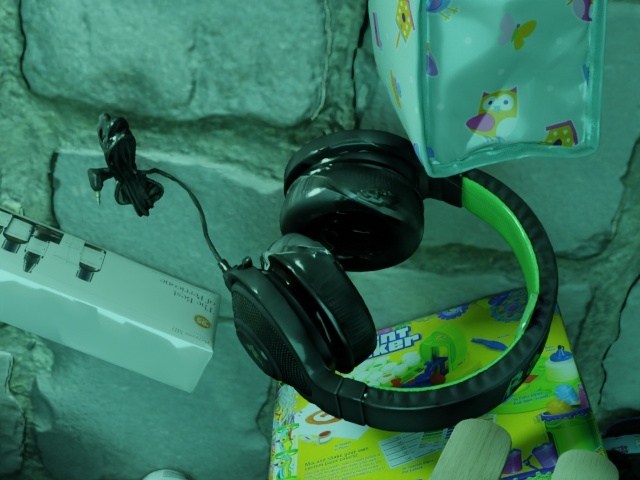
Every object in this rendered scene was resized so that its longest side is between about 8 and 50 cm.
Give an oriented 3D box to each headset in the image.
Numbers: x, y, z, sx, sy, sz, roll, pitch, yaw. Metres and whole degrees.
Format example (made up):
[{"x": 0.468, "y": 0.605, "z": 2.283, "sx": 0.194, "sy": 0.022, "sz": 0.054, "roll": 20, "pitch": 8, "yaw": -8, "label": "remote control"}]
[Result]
[{"x": 0.000, "y": 0.000, "z": 0.859, "sx": 0.394, "sy": 0.243, "sz": 0.185, "roll": 17, "pitch": 150, "yaw": 18, "label": "headset"}]

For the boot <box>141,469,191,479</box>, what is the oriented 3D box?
[{"x": -0.216, "y": 0.381, "z": 1.156, "sx": 0.095, "sy": 0.123, "sz": 0.258, "roll": 22, "pitch": 119, "yaw": -12, "label": "boot"}]

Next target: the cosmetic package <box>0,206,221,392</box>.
[{"x": -0.215, "y": 0.053, "z": 0.973, "sx": 0.239, "sy": 0.099, "sz": 0.060, "roll": 23, "pitch": 119, "yaw": -14, "label": "cosmetic package"}]

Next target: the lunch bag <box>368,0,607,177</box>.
[{"x": 0.103, "y": -0.209, "z": 0.737, "sx": 0.160, "sy": 0.223, "sz": 0.262, "roll": -10, "pitch": 121, "yaw": -2, "label": "lunch bag"}]

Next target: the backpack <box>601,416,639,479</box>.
[{"x": 0.369, "y": 0.263, "z": 1.067, "sx": 0.173, "sy": 0.158, "sz": 0.117, "roll": 0, "pitch": 140, "yaw": 16, "label": "backpack"}]

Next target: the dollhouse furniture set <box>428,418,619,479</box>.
[{"x": 0.191, "y": 0.246, "z": 0.765, "sx": 0.242, "sy": 0.161, "sz": 0.212, "roll": 15, "pitch": 122, "yaw": 18, "label": "dollhouse furniture set"}]

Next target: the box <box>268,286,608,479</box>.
[{"x": 0.117, "y": 0.217, "z": 0.964, "sx": 0.289, "sy": 0.279, "sz": 0.177, "roll": -17, "pitch": 119, "yaw": 11, "label": "box"}]
